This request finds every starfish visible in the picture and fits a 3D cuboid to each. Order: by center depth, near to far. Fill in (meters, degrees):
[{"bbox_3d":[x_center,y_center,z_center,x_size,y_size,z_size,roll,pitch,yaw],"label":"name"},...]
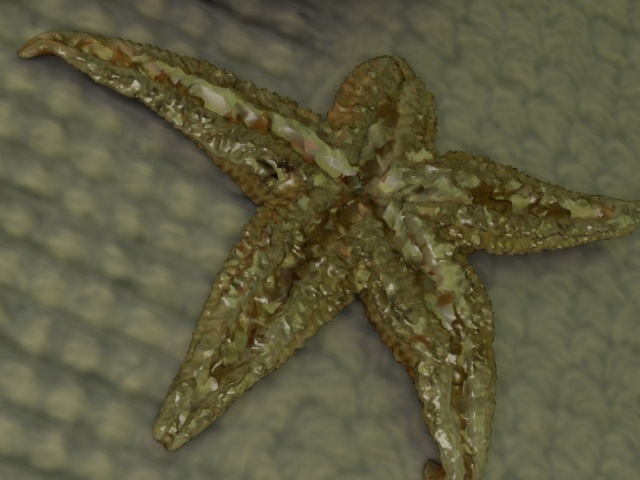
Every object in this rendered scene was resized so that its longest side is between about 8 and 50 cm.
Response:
[{"bbox_3d":[0.002,-0.002,0.837,0.295,0.048,0.231,20,57,-13],"label":"starfish"}]
